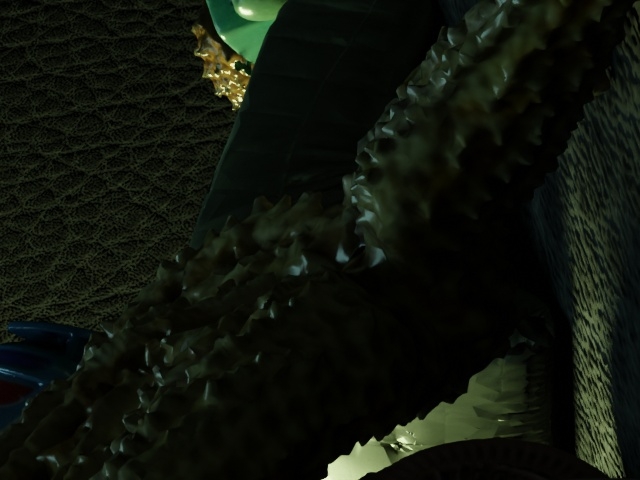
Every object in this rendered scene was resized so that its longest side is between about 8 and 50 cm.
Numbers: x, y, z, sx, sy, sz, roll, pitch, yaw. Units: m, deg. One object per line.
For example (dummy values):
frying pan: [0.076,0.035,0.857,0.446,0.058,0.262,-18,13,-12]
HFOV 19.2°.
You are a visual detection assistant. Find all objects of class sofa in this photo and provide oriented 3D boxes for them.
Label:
sofa: [0.050,0.009,0.940,0.210,0.176,0.225,79,-156,-50]

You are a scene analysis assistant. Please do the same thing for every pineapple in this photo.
pineapple: [-0.033,-0.112,1.670,0.130,0.119,0.277,25,154,22]

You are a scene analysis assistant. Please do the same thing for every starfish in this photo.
starfish: [-0.009,0.030,0.439,0.084,0.293,0.301,48,175,-4]

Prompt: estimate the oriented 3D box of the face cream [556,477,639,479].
face cream: [0.051,0.172,0.346,0.179,0.218,0.218,80,175,-67]

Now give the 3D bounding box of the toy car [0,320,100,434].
toy car: [-0.111,0.145,1.129,0.314,0.198,0.166,79,-150,-68]

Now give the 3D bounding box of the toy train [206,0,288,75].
toy train: [-0.043,-0.209,1.108,0.163,0.112,0.203,33,-139,-65]

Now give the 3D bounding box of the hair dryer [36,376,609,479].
hair dryer: [-0.011,0.160,0.866,0.352,0.125,0.210,27,134,37]
